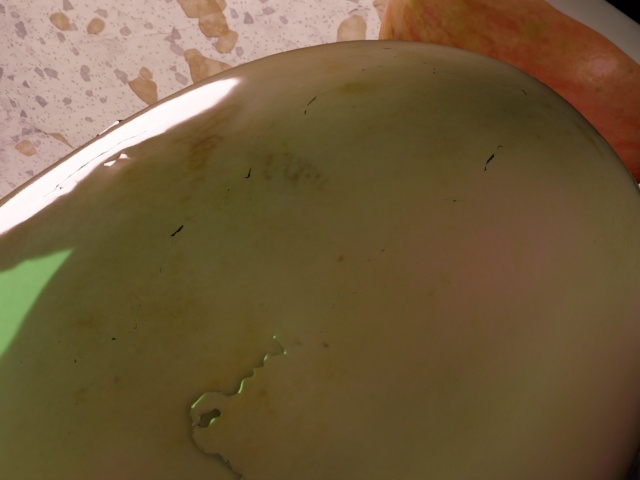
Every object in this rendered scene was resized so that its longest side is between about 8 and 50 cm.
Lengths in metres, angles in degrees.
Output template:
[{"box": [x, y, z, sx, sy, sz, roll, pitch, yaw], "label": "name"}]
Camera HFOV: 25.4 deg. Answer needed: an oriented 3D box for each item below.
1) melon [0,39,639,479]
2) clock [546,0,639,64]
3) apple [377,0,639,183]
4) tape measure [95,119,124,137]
[{"box": [-0.027, 0.064, 0.492, 0.317, 0.223, 0.223, -35, -3, -12], "label": "melon"}, {"box": [0.128, -0.132, 0.509, 0.117, 0.176, 0.080, -61, 7, -32], "label": "clock"}, {"box": [0.123, -0.118, 0.660, 0.209, 0.164, 0.209, -63, -3, -6], "label": "apple"}, {"box": [0.000, 0.000, 0.779, 0.149, 0.245, 0.231, -57, -13, 20], "label": "tape measure"}]
